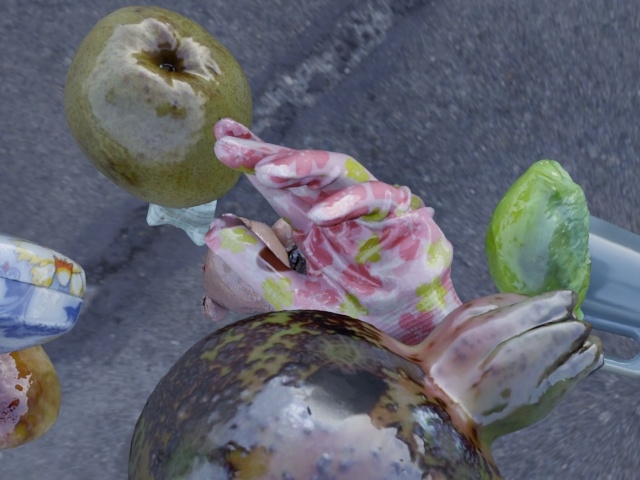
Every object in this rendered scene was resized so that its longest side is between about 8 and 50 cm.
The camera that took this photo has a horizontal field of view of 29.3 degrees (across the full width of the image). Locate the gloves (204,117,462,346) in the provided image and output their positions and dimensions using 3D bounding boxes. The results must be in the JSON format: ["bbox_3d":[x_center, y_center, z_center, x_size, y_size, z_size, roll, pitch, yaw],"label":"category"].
[{"bbox_3d":[0.008,-0.005,0.965,0.126,0.145,0.241,-33,87,-36],"label":"gloves"}]

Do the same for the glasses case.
[{"bbox_3d":[-0.206,0.028,0.645,0.248,0.087,0.065,-8,67,56],"label":"glasses case"}]

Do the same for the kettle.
[{"bbox_3d":[0.385,0.074,1.693,0.243,0.160,0.211,22,72,32],"label":"kettle"}]

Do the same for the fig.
[{"bbox_3d":[-0.397,0.201,1.600,0.159,0.257,0.159,-3,76,10],"label":"fig"}]

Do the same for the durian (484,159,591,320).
[{"bbox_3d":[0.283,0.018,1.563,0.139,0.101,0.250,-8,118,-2],"label":"durian"}]

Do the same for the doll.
[{"bbox_3d":[-0.027,0.043,1.831,0.303,0.201,0.156,-8,49,-19],"label":"doll"}]

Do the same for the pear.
[{"bbox_3d":[-0.177,-0.149,1.359,0.228,0.211,0.188,37,69,7],"label":"pear"}]

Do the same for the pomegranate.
[{"bbox_3d":[0.045,0.149,0.828,0.340,0.285,0.285,-39,75,1],"label":"pomegranate"}]

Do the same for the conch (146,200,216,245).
[{"bbox_3d":[-0.193,-0.060,1.664,0.114,0.234,0.137,-4,92,-12],"label":"conch"}]
